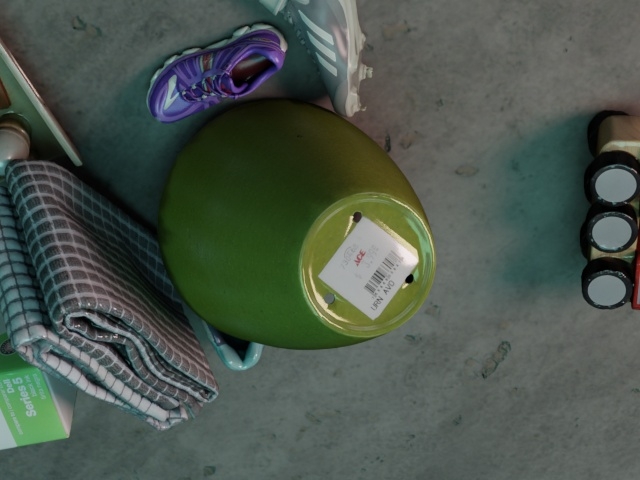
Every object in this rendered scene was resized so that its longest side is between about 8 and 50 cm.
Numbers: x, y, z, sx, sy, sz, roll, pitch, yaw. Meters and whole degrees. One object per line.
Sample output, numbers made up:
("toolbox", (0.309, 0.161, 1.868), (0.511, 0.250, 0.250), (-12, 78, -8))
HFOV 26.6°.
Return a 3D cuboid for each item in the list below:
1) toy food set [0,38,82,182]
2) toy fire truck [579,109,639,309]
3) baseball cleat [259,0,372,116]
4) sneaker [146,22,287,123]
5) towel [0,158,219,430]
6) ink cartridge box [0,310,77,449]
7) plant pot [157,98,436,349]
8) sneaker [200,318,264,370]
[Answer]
("toy food set", (-0.440, -0.111, 1.456), (0.306, 0.092, 0.220), (-23, 122, 12))
("toy fire truck", (0.422, -0.041, 1.524), (0.246, 0.158, 0.217), (2, 124, 8))
("baseball cleat", (-0.006, -0.227, 1.421), (0.109, 0.072, 0.206), (3, 121, 12))
("sneaker", (-0.113, -0.173, 1.440), (0.170, 0.071, 0.068), (-28, 121, 16))
("towel", (-0.233, 0.061, 1.459), (0.121, 0.235, 0.283), (-37, 141, 9))
("ink cartridge box", (-0.426, 0.149, 1.569), (0.273, 0.198, 0.115), (-10, 124, 4))
("plant pot", (0.000, 0.000, 1.371), (0.274, 0.293, 0.275), (-3, 99, -19))
("sneaker", (-0.100, 0.026, 1.545), (0.110, 0.122, 0.283), (-9, 124, 4))
